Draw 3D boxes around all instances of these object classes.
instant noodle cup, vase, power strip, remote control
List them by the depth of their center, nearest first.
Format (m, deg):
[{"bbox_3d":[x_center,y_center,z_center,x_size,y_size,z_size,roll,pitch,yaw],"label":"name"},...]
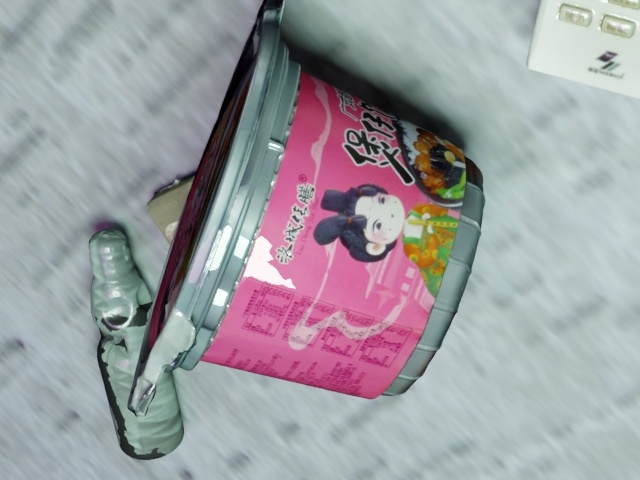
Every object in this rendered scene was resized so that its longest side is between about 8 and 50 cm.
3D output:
[{"bbox_3d":[0.204,-0.219,0.876,0.103,0.055,0.277,17,125,12],"label":"remote control"},{"bbox_3d":[0.000,0.000,0.999,0.182,0.258,0.302,19,92,-9],"label":"instant noodle cup"},{"bbox_3d":[-0.085,0.004,1.152,0.056,0.032,0.123,-23,108,31],"label":"power strip"},{"bbox_3d":[-0.160,0.084,1.217,0.060,0.060,0.211,3,121,21],"label":"vase"}]
